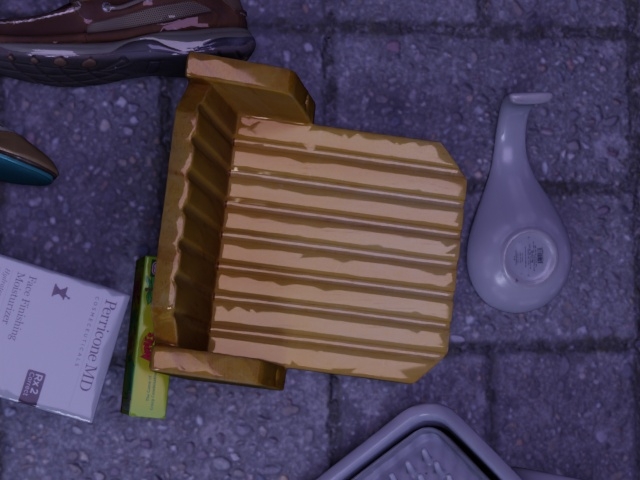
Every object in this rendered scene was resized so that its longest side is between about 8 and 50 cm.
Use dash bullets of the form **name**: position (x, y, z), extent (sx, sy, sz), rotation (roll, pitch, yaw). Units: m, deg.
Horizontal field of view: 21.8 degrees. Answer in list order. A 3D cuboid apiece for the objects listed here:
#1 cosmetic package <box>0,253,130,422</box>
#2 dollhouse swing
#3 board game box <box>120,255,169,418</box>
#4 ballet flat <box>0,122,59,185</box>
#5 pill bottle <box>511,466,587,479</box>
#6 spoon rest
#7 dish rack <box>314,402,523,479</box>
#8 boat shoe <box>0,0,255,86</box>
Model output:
- **cosmetic package**: position (-0.326, 0.105, 1.845), extent (0.183, 0.151, 0.151), rotation (17, 83, -12)
- **dollhouse swing**: position (0.000, 0.000, 1.874), extent (0.305, 0.315, 0.347), rotation (7, 84, 7)
- **board game box**: position (-0.195, 0.111, 1.907), extent (0.043, 0.092, 0.181), rotation (6, 85, -12)
- **ballet flat**: position (-0.408, -0.119, 1.882), extent (0.232, 0.080, 0.073), rotation (10, 69, -14)
- **pill bottle**: position (0.272, 0.415, 1.969), extent (0.152, 0.152, 0.272), rotation (13, 84, -12)
- **spoon rest**: position (0.247, -0.047, 2.043), extent (0.137, 0.084, 0.276), rotation (-2, 100, -12)
- **dish rack**: position (0.092, 0.372, 1.906), extent (0.333, 0.072, 0.285), rotation (-37, 52, -10)
- **boat shoe**: position (-0.240, -0.249, 1.917), extent (0.324, 0.123, 0.116), rotation (-4, 80, -20)
